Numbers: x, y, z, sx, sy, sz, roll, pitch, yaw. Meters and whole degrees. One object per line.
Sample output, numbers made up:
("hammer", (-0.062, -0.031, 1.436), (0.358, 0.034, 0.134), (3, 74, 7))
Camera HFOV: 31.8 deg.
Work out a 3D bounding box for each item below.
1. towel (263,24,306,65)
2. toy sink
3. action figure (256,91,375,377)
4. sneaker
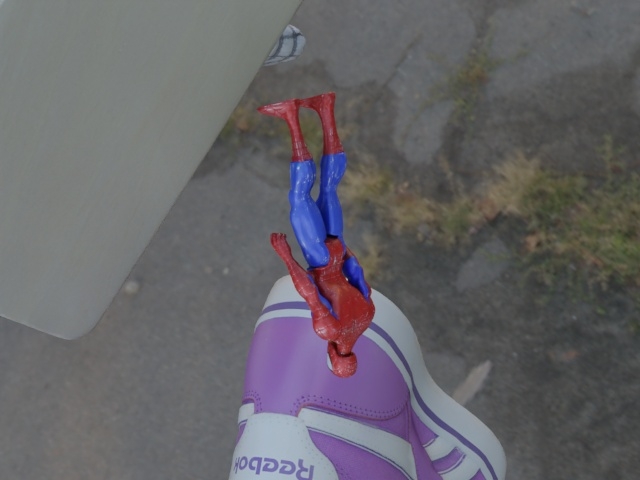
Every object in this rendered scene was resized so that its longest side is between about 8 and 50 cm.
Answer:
("towel", (-0.190, -0.178, 0.890), (0.283, 0.235, 0.121), (-6, 94, 43))
("toy sink", (-0.133, -0.096, 0.528), (0.131, 0.153, 0.234), (30, 87, 34))
("action figure", (0.000, 0.000, 0.456), (0.030, 0.038, 0.115), (-8, 96, 39))
("sneaker", (0.022, 0.153, 0.616), (0.102, 0.282, 0.161), (-3, 59, 27))
